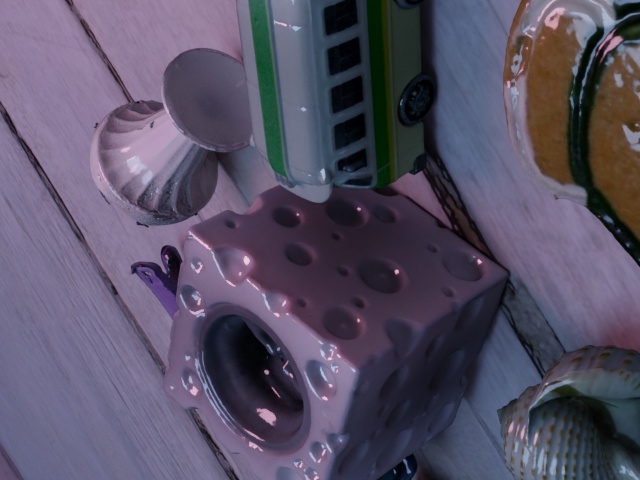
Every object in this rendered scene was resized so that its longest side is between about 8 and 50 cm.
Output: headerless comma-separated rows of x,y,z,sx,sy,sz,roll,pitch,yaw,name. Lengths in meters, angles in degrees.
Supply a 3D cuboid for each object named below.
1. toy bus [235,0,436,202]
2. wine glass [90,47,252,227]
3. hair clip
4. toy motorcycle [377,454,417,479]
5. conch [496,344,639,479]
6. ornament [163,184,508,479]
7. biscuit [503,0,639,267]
0.009,-0.171,1.216,0.134,0.165,0.276,30,139,37,toy bus
-0.163,-0.125,1.505,0.165,0.165,0.196,54,141,3,wine glass
-0.160,0.119,1.789,0.137,0.090,0.278,0,127,39,hair clip
-0.010,0.221,1.545,0.260,0.154,0.206,38,160,28,toy motorcycle
0.268,0.173,1.216,0.200,0.131,0.172,8,109,1,conch
0.009,0.098,1.360,0.240,0.240,0.239,38,135,26,ornament
0.292,-0.062,0.975,0.344,0.057,0.287,21,133,27,biscuit
